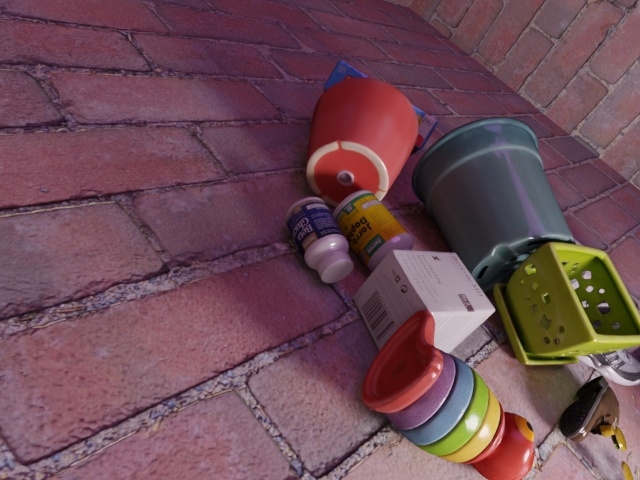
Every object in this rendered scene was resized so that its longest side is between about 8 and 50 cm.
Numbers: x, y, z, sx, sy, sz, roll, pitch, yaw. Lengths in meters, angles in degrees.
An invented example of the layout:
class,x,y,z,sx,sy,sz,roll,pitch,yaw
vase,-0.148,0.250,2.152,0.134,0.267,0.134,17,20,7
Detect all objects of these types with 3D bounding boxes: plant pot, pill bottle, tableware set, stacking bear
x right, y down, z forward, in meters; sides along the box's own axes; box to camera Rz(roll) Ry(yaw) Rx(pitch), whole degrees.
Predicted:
class,x,y,z,sx,sy,sz,roll,pitch,yaw
plant pot,0.436,-0.066,1.283,0.341,0.341,0.334,11,49,-28
pill bottle,0.126,-0.002,1.118,0.118,0.117,0.208,-11,54,-45
plant pot,0.533,0.155,1.141,0.228,0.207,0.227,7,56,-31
pill bottle,0.000,0.000,1.038,0.094,0.094,0.169,1,45,-37
tableware set,0.580,0.427,0.990,0.104,0.024,0.154,-7,74,-54
stacking bear,0.224,0.279,0.826,0.289,0.164,0.175,39,20,-10
plant pot,0.087,-0.219,1.251,0.275,0.275,0.243,27,45,-8

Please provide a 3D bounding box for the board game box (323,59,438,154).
class,x,y,z,sx,sy,sz,roll,pitch,yaw
board game box,0.159,-0.363,1.482,0.308,0.086,0.302,32,4,-2

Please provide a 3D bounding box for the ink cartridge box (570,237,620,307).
class,x,y,z,sx,sy,sz,roll,pitch,yaw
ink cartridge box,0.693,0.077,1.463,0.273,0.114,0.197,40,35,11

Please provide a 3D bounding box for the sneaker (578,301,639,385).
class,x,y,z,sx,sy,sz,roll,pitch,yaw
sneaker,0.711,0.244,1.243,0.269,0.153,0.101,29,36,-5

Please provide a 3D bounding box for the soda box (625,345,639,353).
class,x,y,z,sx,sy,sz,roll,pitch,yaw
soda box,0.816,0.230,1.424,0.063,0.058,0.183,29,35,-6

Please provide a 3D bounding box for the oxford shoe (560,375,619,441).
class,x,y,z,sx,sy,sz,roll,pitch,yaw
oxford shoe,0.568,0.362,1.058,0.227,0.083,0.096,-16,66,-44

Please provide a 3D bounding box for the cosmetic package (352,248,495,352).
class,x,y,z,sx,sy,sz,roll,pitch,yaw
cosmetic package,0.195,0.122,0.992,0.184,0.151,0.151,2,46,-36
